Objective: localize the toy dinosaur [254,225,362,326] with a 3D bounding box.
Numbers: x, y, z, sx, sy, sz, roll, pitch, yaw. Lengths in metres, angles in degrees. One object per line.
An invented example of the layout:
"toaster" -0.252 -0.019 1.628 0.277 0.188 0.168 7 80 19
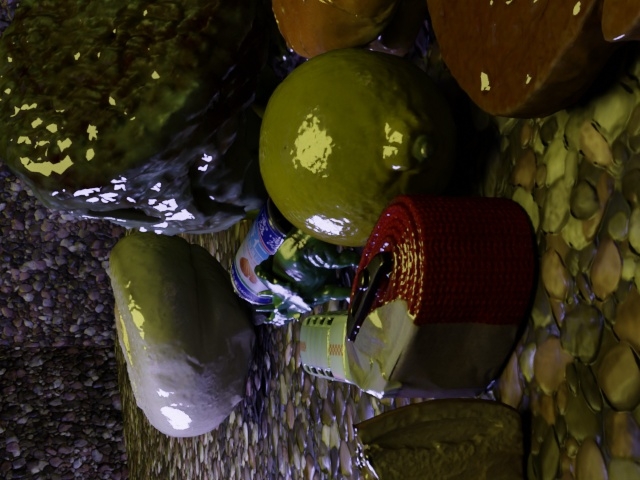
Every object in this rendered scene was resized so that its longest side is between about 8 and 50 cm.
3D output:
"toy dinosaur" 0.015 0.008 1.119 0.292 0.120 0.079 -49 27 29

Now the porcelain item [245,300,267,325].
"porcelain item" -0.105 0.098 1.553 0.036 0.028 0.083 -52 36 36

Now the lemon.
"lemon" 0.034 -0.086 0.877 0.248 0.184 0.184 174 96 -73

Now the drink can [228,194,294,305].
"drink can" -0.054 0.006 1.285 0.235 0.097 0.097 126 141 -62

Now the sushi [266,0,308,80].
"sushi" -0.034 -0.306 1.182 0.161 0.107 0.241 110 142 -59

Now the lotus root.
"lotus root" 0.093 0.191 0.773 0.095 0.135 0.159 -143 42 -69

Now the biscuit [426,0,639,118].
"biscuit" 0.173 -0.261 0.627 0.394 0.070 0.351 112 150 -50

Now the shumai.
"shumai" -0.187 -0.152 1.183 0.348 0.395 0.395 54 -165 -47

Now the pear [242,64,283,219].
"pear" -0.136 -0.176 1.450 0.292 0.159 0.293 -179 90 -69

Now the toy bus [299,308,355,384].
"toy bus" 0.034 0.112 1.017 0.194 0.089 0.087 168 102 -73

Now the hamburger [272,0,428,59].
"hamburger" 0.043 -0.269 0.909 0.283 0.143 0.157 118 147 -51

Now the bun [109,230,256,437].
"bun" -0.226 0.147 1.602 0.365 0.219 0.365 165 90 -73

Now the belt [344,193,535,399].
"belt" 0.086 0.050 0.804 0.128 0.124 0.201 -105 24 -44
